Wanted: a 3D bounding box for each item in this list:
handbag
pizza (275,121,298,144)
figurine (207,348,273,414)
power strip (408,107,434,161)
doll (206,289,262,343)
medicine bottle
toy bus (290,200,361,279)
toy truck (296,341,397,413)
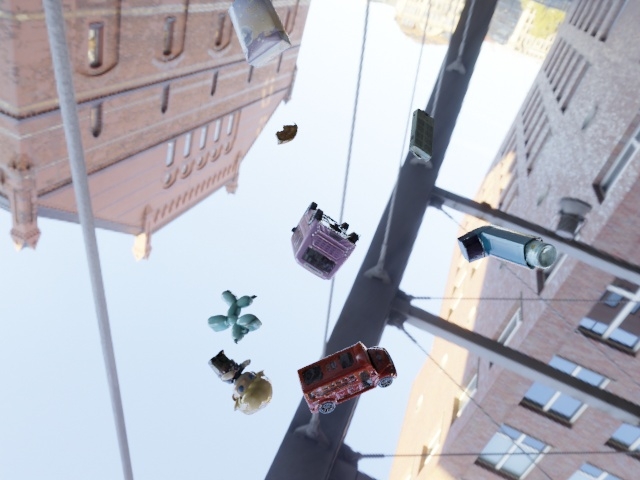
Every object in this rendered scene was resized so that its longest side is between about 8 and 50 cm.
[{"bbox_3d":[-0.153,-0.530,1.182,0.173,0.117,0.095,67,-158,2],"label":"handbag"},{"bbox_3d":[-0.066,-0.212,0.957,0.037,0.016,0.083,28,-133,3],"label":"pizza"},{"bbox_3d":[-0.215,0.378,1.310,0.196,0.108,0.114,48,-152,5],"label":"figurine"},{"bbox_3d":[0.204,-0.218,0.967,0.051,0.019,0.136,28,-127,-19],"label":"power strip"},{"bbox_3d":[-0.235,0.215,1.346,0.159,0.059,0.159,-2,-132,26],"label":"doll"},{"bbox_3d":[0.481,0.020,1.257,0.124,0.079,0.258,-29,-159,-15],"label":"medicine bottle"},{"bbox_3d":[0.000,0.000,0.916,0.096,0.108,0.199,32,-174,-11],"label":"toy bus"},{"bbox_3d":[0.071,0.354,1.282,0.253,0.114,0.107,-24,-144,-1],"label":"toy truck"}]
